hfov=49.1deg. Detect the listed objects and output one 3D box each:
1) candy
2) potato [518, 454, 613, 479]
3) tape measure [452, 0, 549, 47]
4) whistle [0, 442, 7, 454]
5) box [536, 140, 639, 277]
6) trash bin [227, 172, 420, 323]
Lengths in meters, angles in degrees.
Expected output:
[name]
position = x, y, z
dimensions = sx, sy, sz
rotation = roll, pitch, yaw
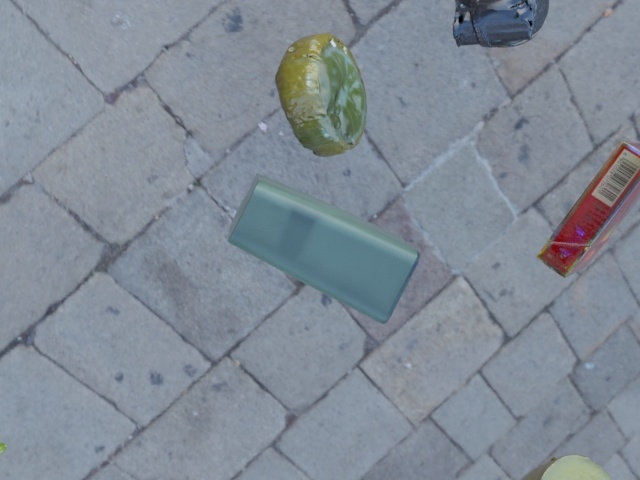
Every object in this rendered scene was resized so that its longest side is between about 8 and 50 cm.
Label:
[candy]
position = 0.009, -0.304, 1.479
dimensions = 0.260, 0.118, 0.260
rotation = 15, 72, -60
[potato]
position = 0.352, 0.430, 1.065
dimensions = 0.178, 0.158, 0.203
rotation = -36, 93, -26
[tape measure]
position = 0.398, -0.524, 1.550
dimensions = 0.202, 0.223, 0.135
rotation = 0, 138, 24
[whistle]
position = -0.382, 0.280, 0.747
dimensions = 0.141, 0.141, 0.294
rotation = -34, 86, -7
[box]
position = 0.634, -0.070, 1.572
dimensions = 0.197, 0.089, 0.313
rotation = -12, 137, -56
[trash bin]
position = 0.000, 0.000, 1.396
dimensions = 0.343, 0.223, 0.158
rotation = 28, 96, -9
